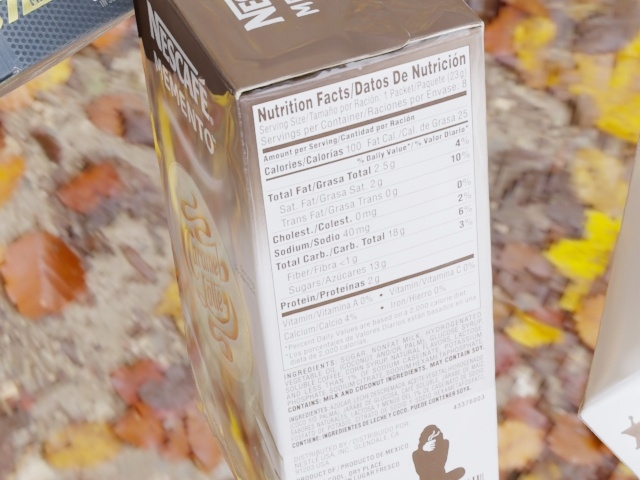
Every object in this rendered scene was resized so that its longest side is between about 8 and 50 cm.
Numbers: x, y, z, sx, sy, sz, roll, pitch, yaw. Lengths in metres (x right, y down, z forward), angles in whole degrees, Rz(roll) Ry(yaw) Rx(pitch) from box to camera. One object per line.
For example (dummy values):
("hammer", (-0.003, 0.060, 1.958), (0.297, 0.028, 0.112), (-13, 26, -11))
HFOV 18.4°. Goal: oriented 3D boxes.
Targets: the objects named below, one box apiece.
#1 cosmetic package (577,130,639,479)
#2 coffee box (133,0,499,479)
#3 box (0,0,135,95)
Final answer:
("cosmetic package", (0.282, 0.002, 1.128), (0.197, 0.365, 0.155), (-35, 107, 31))
("coffee box", (0.000, 0.000, 0.797), (0.098, 0.141, 0.246), (-17, 126, -15))
("box", (-0.193, -0.071, 0.890), (0.232, 0.183, 0.059), (-33, 97, -29))
